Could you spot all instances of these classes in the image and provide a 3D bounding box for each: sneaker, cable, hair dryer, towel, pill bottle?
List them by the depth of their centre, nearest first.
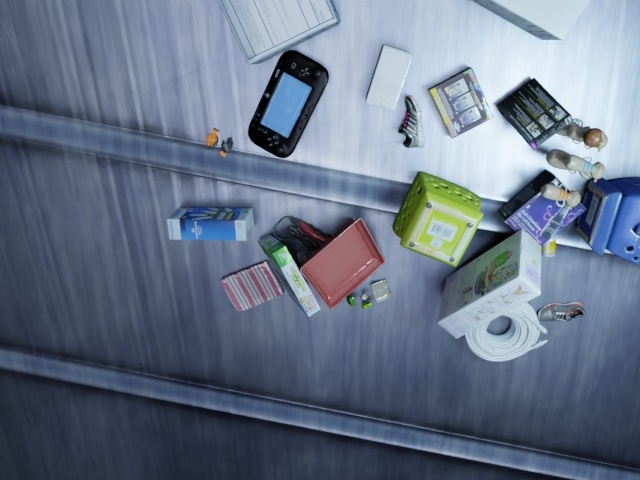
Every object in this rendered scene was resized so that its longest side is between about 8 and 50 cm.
[{"bbox_3d":[0.276,-0.363,1.656,0.075,0.063,0.170,-14,115,3],"label":"sneaker"},{"bbox_3d":[0.762,0.010,1.773,0.043,0.043,0.083,-3,111,6],"label":"pill bottle"},{"bbox_3d":[0.000,0.000,1.813,0.294,0.080,0.223,-19,108,11],"label":"hair dryer"},{"bbox_3d":[0.842,0.254,1.851,0.158,0.065,0.061,-16,109,10],"label":"sneaker"},{"bbox_3d":[0.635,0.304,1.876,0.257,0.089,0.257,-34,104,17],"label":"cable"},{"bbox_3d":[-0.247,0.165,1.928,0.197,0.029,0.144,-23,108,10],"label":"towel"}]

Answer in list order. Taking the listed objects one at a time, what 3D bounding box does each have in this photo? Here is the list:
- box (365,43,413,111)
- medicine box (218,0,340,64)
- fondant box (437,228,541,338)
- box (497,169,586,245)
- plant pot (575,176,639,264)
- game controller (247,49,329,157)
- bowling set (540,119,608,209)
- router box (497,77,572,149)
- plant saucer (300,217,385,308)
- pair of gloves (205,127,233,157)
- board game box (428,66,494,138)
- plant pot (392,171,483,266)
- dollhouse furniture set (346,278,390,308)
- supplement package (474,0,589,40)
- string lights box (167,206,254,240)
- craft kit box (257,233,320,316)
[{"bbox_3d":[0.201,-0.484,1.579,0.091,0.130,0.170,18,112,-1],"label":"box"},{"bbox_3d":[-0.126,-0.685,1.512,0.289,0.149,0.263,-22,105,12],"label":"medicine box"},{"bbox_3d":[0.533,0.141,1.685,0.096,0.238,0.330,39,131,-9],"label":"fondant box"},{"bbox_3d":[0.704,-0.097,1.702,0.153,0.108,0.207,41,109,-10],"label":"box"},{"bbox_3d":[0.933,-0.070,1.633,0.212,0.236,0.235,9,112,8],"label":"plant pot"},{"bbox_3d":[-0.105,-0.422,1.663,0.167,0.067,0.319,27,110,-6],"label":"game controller"},{"bbox_3d":[0.770,-0.241,1.535,0.154,0.200,0.286,15,82,-15],"label":"bowling set"},{"bbox_3d":[0.630,-0.376,1.571,0.133,0.178,0.046,-37,146,17],"label":"router box"},{"bbox_3d":[0.070,0.073,1.767,0.258,0.048,0.259,-40,137,-6],"label":"plant saucer"},{"bbox_3d":[-0.334,-0.321,1.751,0.083,0.010,0.074,29,111,-8],"label":"pair of gloves"},{"bbox_3d":[0.430,-0.420,1.630,0.141,0.048,0.170,-25,108,16],"label":"board game box"},{"bbox_3d":[0.375,-0.060,1.691,0.228,0.207,0.227,22,112,-3],"label":"plant pot"},{"bbox_3d":[0.171,0.193,1.905,0.152,0.058,0.076,-21,102,-8],"label":"dollhouse furniture set"},{"bbox_3d":[0.571,-0.692,1.431,0.263,0.198,0.199,27,110,-6],"label":"supplement package"},{"bbox_3d":[-0.366,-0.056,1.791,0.260,0.133,0.076,1,112,4],"label":"string lights box"},{"bbox_3d":[-0.109,0.110,1.777,0.061,0.250,0.246,-34,108,-9],"label":"craft kit box"}]
